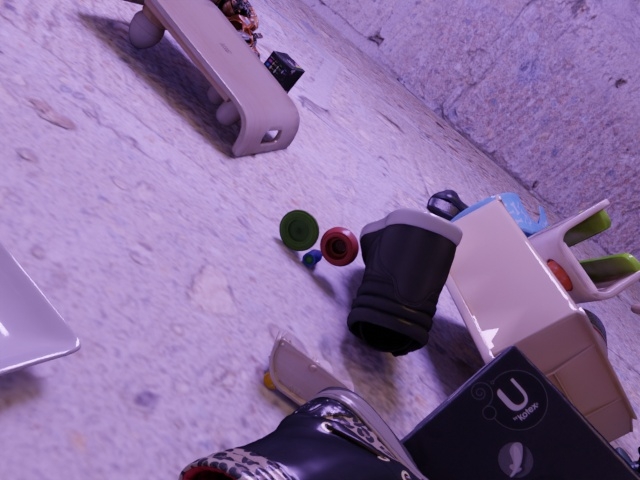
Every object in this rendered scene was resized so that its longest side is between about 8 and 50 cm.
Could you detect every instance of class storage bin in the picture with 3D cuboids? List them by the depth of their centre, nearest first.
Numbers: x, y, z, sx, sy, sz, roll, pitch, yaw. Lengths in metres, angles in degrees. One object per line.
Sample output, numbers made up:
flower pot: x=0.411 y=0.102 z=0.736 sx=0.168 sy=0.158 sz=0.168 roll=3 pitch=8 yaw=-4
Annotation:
storage bin: x=0.272 y=0.117 z=0.929 sx=0.260 sy=0.123 sz=0.262 roll=53 pitch=11 yaw=-34

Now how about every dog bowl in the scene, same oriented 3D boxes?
dog bowl: x=0.353 y=-0.002 z=1.357 sx=0.297 sy=0.166 sz=0.074 roll=12 pitch=46 yaw=-53

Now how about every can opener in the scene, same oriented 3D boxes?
can opener: x=0.313 y=-0.048 z=1.489 sx=0.186 sy=0.059 sz=0.073 roll=27 pitch=64 yaw=2

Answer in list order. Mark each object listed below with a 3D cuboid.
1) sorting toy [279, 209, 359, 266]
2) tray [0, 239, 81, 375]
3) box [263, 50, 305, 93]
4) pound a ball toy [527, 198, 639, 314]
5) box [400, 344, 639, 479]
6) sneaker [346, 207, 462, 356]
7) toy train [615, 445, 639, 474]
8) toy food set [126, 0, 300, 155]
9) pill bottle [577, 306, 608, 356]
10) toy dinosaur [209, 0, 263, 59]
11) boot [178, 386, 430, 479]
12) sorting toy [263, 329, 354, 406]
sorting toy: x=0.000 y=0.000 z=0.857 sx=0.102 sy=0.061 sz=0.042 roll=26 pitch=17 yaw=12
tray: x=-0.279 y=-0.011 z=0.426 sx=0.270 sy=0.030 sz=0.145 roll=47 pitch=22 yaw=13
box: x=-0.080 y=-0.291 z=1.262 sx=0.052 sy=0.083 sz=0.062 roll=45 pitch=20 yaw=9
pound a ball toy: x=0.417 y=0.070 z=1.114 sx=0.208 sy=0.136 sz=0.319 roll=58 pitch=-5 yaw=5
box: x=0.204 y=0.235 z=0.578 sx=0.270 sy=0.143 sz=0.165 roll=49 pitch=4 yaw=20
sneaker: x=0.078 y=0.060 z=0.840 sx=0.105 sy=0.146 sz=0.296 roll=23 pitch=-10 yaw=-1
toy train: x=0.471 y=0.359 z=0.890 sx=0.190 sy=0.142 sz=0.334 roll=58 pitch=22 yaw=9
toy food set: x=-0.172 y=-0.257 z=1.055 sx=0.306 sy=0.092 sz=0.220 roll=52 pitch=20 yaw=4
pill bottle: x=0.443 y=0.174 z=1.226 sx=0.108 sy=0.108 sz=0.180 roll=45 pitch=21 yaw=9
toy dinosaur: x=-0.190 y=-0.417 z=1.300 sx=0.218 sy=0.164 sz=0.322 roll=47 pitch=-3 yaw=-31
boot: x=0.029 y=0.209 z=0.461 sx=0.236 sy=0.085 sz=0.179 roll=45 pitch=23 yaw=23
sorting toy: x=-0.015 y=0.113 z=0.637 sx=0.083 sy=0.045 sz=0.075 roll=38 pitch=13 yaw=-8
